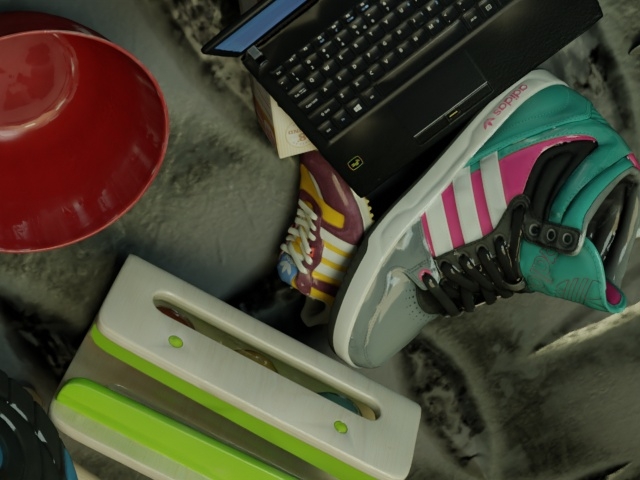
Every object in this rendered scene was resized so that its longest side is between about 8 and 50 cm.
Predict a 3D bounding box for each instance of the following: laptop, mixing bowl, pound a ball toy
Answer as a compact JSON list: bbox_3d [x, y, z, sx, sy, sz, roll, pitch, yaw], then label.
[{"bbox_3d":[0.071,-0.141,0.846,0.234,0.136,0.264,-36,130,8],"label":"laptop"},{"bbox_3d":[-0.207,-0.090,0.887,0.181,0.098,0.181,-15,133,-17],"label":"mixing bowl"},{"bbox_3d":[-0.105,0.146,1.062,0.319,0.136,0.208,28,125,-6],"label":"pound a ball toy"}]

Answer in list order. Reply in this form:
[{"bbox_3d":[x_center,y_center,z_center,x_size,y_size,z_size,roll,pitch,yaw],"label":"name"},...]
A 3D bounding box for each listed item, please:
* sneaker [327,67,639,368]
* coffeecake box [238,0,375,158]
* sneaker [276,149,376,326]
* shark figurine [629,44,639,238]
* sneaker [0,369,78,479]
[{"bbox_3d":[0.152,0.020,1.019,0.295,0.178,0.124,-51,144,2],"label":"sneaker"},{"bbox_3d":[0.017,-0.168,0.939,0.142,0.068,0.185,-16,130,-11],"label":"coffeecake box"},{"bbox_3d":[0.000,0.000,1.058,0.084,0.069,0.185,-26,129,-9],"label":"sneaker"},{"bbox_3d":[0.313,-0.121,1.091,0.116,0.166,0.278,14,141,0],"label":"shark figurine"},{"bbox_3d":[-0.320,0.139,0.942,0.139,0.125,0.341,-35,109,24],"label":"sneaker"}]
